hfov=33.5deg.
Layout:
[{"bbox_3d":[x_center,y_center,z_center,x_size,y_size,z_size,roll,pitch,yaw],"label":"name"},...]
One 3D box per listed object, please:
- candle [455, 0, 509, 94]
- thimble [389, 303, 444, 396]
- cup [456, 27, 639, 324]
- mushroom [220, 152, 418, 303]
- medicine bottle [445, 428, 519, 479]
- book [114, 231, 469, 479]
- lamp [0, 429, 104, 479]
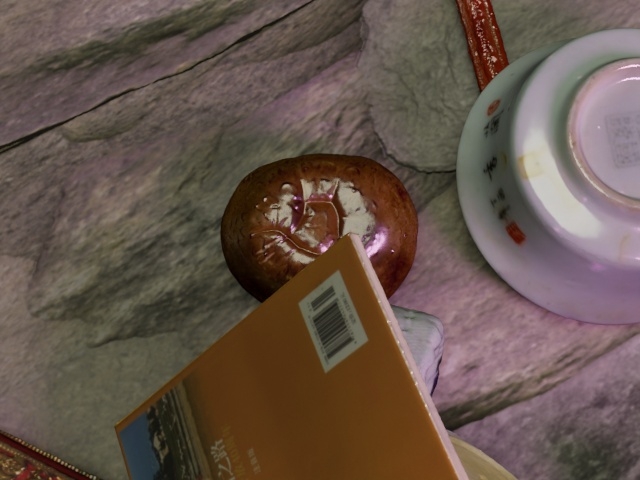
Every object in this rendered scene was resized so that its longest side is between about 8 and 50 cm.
[{"bbox_3d":[0.210,-0.219,1.303,0.051,0.048,0.329,-4,71,-22],"label":"candle"},{"bbox_3d":[0.036,0.177,1.113,0.150,0.237,0.237,16,76,12],"label":"thimble"},{"bbox_3d":[0.332,-0.090,1.158,0.347,0.163,0.347,1,77,-3],"label":"cup"},{"bbox_3d":[-0.002,-0.004,1.218,0.231,0.138,0.194,-12,72,4],"label":"mushroom"},{"bbox_3d":[0.111,0.267,0.969,0.147,0.147,0.143,37,100,16],"label":"medicine bottle"},{"bbox_3d":[-0.049,0.201,1.003,0.374,0.028,0.263,-40,58,29],"label":"book"},{"bbox_3d":[-0.350,0.302,1.162,0.273,0.177,0.177,20,77,13],"label":"lamp"}]
